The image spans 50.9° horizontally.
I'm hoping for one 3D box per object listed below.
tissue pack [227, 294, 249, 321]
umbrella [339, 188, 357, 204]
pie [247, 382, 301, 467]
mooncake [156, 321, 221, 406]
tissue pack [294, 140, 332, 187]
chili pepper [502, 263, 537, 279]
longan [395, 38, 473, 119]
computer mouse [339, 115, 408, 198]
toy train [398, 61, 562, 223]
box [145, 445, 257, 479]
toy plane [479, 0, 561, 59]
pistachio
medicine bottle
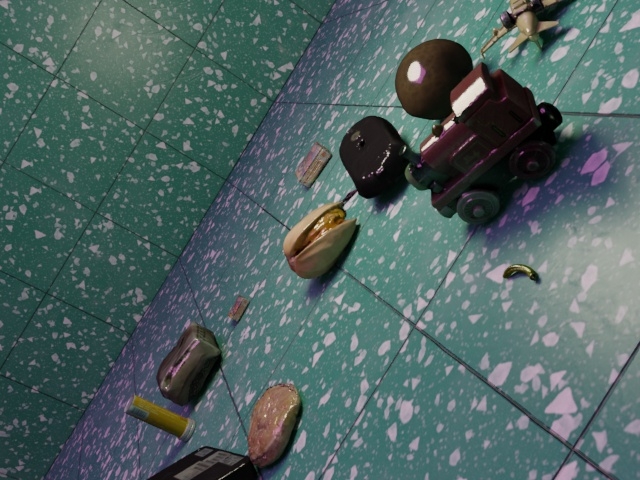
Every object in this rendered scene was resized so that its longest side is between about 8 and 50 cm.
[{"bbox_3d":[-0.280,0.232,2.303,0.083,0.035,0.063,-59,20,-6],"label":"tissue pack"},{"bbox_3d":[0.078,-0.124,2.003,0.122,0.022,0.013,-34,4,29],"label":"umbrella"},{"bbox_3d":[-0.111,0.429,1.611,0.185,0.052,0.218,-53,19,21],"label":"pie"},{"bbox_3d":[-0.443,0.421,2.272,0.250,0.136,0.254,-57,15,-1],"label":"mooncake"},{"bbox_3d":[-0.028,-0.270,2.387,0.148,0.060,0.109,-55,22,12],"label":"tissue pack"},{"bbox_3d":[0.338,0.055,1.141,0.030,0.017,0.083,-62,21,-5],"label":"chili pepper"},{"bbox_3d":[0.281,-0.395,1.673,0.198,0.198,0.213,-27,52,55],"label":"longan"},{"bbox_3d":[0.151,-0.227,1.833,0.183,0.116,0.323,-50,29,19],"label":"computer mouse"},{"bbox_3d":[0.293,-0.170,1.269,0.304,0.221,0.150,-45,26,35],"label":"toy train"},{"bbox_3d":[-0.311,0.595,1.669,0.211,0.058,0.350,-23,2,-32],"label":"box"},{"bbox_3d":[0.468,-0.515,1.542,0.241,0.104,0.256,-30,39,27],"label":"toy plane"},{"bbox_3d":[0.000,0.000,1.844,0.229,0.157,0.157,-45,21,0],"label":"pistachio"},{"bbox_3d":[-0.500,0.552,2.100,0.074,0.218,0.074,-46,24,27],"label":"medicine bottle"}]
